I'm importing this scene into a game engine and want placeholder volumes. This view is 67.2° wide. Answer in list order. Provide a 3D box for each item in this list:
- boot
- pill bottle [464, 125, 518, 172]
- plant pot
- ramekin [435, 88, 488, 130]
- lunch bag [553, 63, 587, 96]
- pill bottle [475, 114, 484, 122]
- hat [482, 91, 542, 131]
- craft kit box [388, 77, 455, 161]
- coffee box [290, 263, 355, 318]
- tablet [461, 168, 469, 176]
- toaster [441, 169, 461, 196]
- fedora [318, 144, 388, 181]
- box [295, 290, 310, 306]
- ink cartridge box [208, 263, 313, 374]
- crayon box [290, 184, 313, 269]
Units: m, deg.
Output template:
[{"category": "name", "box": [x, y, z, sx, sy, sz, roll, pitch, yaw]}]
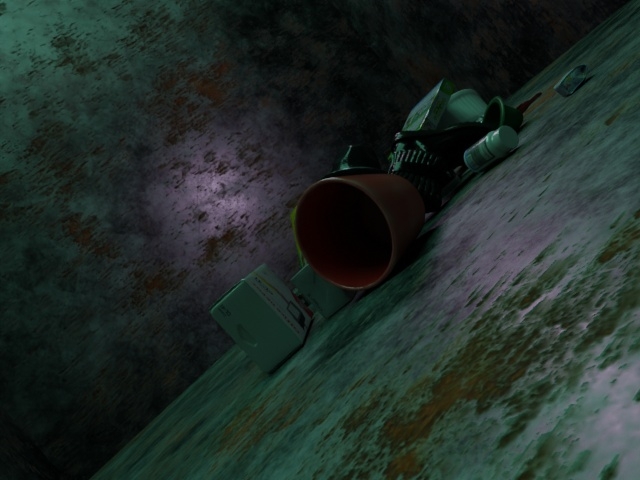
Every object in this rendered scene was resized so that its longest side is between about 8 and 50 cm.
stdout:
[{"category": "boot", "box": [0.359, -0.207, 1.405, 0.347, 0.131, 0.260, -4, 48, 18]}, {"category": "pill bottle", "box": [0.453, -0.242, 1.279, 0.078, 0.078, 0.137, -42, 1, -28]}, {"category": "plant pot", "box": [0.116, -0.043, 1.170, 0.243, 0.275, 0.275, -26, -12, -49]}, {"category": "ramekin", "box": [0.534, -0.420, 1.833, 0.277, 0.135, 0.277, -27, -30, -17]}, {"category": "lunch bag", "box": [0.698, -0.444, 1.330, 0.083, 0.053, 0.071, -52, -4, 14]}, {"category": "pill bottle", "box": [0.578, -0.377, 1.690, 0.180, 0.108, 0.108, -41, 0, 11]}, {"category": "hat", "box": [0.638, -0.375, 1.553, 0.173, 0.183, 0.209, -96, 12, -69]}, {"category": "craft kit box", "box": [0.356, -0.416, 1.717, 0.247, 0.061, 0.250, -60, 8, -16]}, {"category": "coffee box", "box": [0.034, 0.092, 1.321, 0.098, 0.141, 0.246, -42, 1, 22]}, {"category": "tablet", "box": [0.511, -0.249, 1.624, 0.083, 0.006, 0.054, -41, 0, 32]}, {"category": "toaster", "box": [0.368, -0.225, 1.629, 0.110, 0.168, 0.185, -39, 1, -1]}, {"category": "fedora", "box": [0.139, -0.282, 1.899, 0.333, 0.153, 0.334, -2, -10, 0]}, {"category": "box", "box": [-0.020, 0.189, 2.013, 0.270, 0.060, 0.216, -43, 1, -33]}, {"category": "ink cartridge box", "box": [-0.146, 0.198, 1.310, 0.131, 0.226, 0.306, -43, 1, 5]}, {"category": "crayon box", "box": [0.000, 0.000, 1.733, 0.106, 0.313, 0.363, -10, -11, -18]}]
